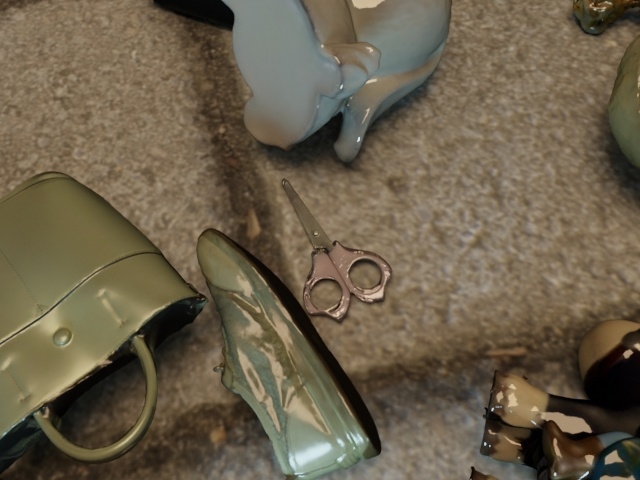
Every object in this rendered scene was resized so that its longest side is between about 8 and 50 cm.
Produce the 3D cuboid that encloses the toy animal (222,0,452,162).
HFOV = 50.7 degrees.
[{"bbox_3d":[0.042,-0.240,0.763,0.265,0.271,0.206,-29,33,-35],"label":"toy animal"}]

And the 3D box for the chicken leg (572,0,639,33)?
[{"bbox_3d":[0.442,-0.305,0.828,0.252,0.087,0.107,-7,70,6],"label":"chicken leg"}]

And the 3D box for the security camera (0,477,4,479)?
[{"bbox_3d":[-0.273,0.291,0.575,0.301,0.080,0.157,24,80,4],"label":"security camera"}]

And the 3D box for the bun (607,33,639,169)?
[{"bbox_3d":[0.419,-0.135,0.706,0.239,0.141,0.239,0,73,1],"label":"bun"}]

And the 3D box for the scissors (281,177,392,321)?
[{"bbox_3d":[0.000,0.000,0.739,0.100,0.015,0.189,-27,63,-7],"label":"scissors"}]

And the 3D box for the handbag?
[{"bbox_3d":[-0.243,0.086,0.644,0.241,0.109,0.315,-39,60,-13],"label":"handbag"}]

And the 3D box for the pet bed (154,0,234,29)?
[{"bbox_3d":[-0.128,-0.394,0.860,0.211,0.183,0.159,21,68,14],"label":"pet bed"}]

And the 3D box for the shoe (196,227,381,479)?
[{"bbox_3d":[-0.052,0.104,0.643,0.098,0.103,0.275,-35,64,0],"label":"shoe"}]

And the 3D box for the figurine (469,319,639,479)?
[{"bbox_3d":[0.307,0.219,0.506,0.306,0.241,0.412,-25,42,-35],"label":"figurine"}]
